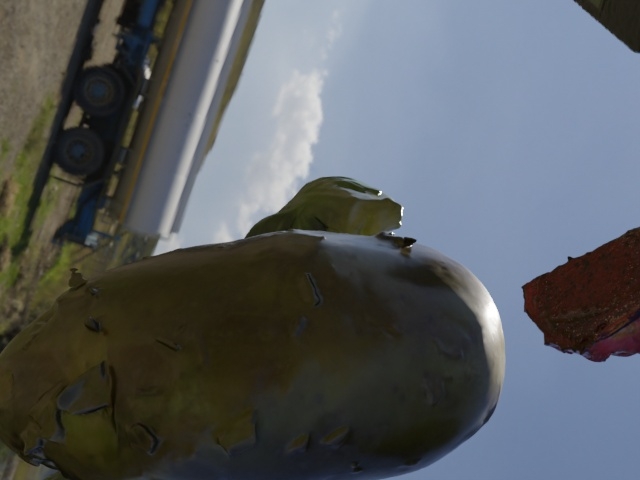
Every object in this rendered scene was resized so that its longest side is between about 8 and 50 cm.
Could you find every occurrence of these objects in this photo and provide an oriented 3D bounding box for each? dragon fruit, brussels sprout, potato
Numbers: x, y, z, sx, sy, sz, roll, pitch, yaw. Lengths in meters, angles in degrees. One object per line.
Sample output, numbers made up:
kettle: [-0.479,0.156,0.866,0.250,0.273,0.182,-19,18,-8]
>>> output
dragon fruit: [0.414,0.077,0.980,0.261,0.189,0.163,-41,-124,45]
brussels sprout: [-0.002,-0.003,0.645,0.139,0.100,0.181,-48,180,-33]
potato: [-0.032,0.064,0.414,0.191,0.296,0.141,-151,-125,-69]

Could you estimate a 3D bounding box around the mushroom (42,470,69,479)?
mushroom: [-0.262,0.275,0.538,0.351,0.097,0.109,-31,-172,-30]

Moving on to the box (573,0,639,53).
box: [0.296,-0.349,0.592,0.211,0.058,0.350,-95,-174,-54]
